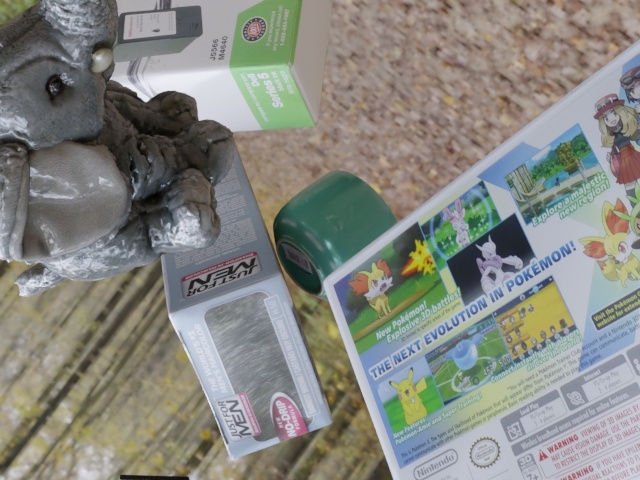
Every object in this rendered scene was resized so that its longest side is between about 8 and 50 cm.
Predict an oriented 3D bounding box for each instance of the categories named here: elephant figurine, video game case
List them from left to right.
[{"bbox_3d":[-0.174,-0.071,0.595,0.170,0.185,0.239,4,166,25],"label":"elephant figurine"},{"bbox_3d":[0.160,0.078,0.634,0.036,0.329,0.299,6,-125,-44],"label":"video game case"}]

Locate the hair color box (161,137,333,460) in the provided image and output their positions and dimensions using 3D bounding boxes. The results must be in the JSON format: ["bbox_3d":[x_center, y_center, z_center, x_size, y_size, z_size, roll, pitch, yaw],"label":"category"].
[{"bbox_3d":[-0.098,0.041,1.048,0.374,0.114,0.185,-114,5,-61],"label":"hair color box"}]

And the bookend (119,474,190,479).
[{"bbox_3d":[-0.171,0.344,0.978,0.072,0.157,0.156,2,145,-1],"label":"bookend"}]

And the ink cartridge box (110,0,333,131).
[{"bbox_3d":[-0.136,-0.223,1.014,0.273,0.198,0.114,-2,153,15],"label":"ink cartridge box"}]

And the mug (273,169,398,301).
[{"bbox_3d":[0.007,0.006,1.038,0.129,0.097,0.158,52,155,0],"label":"mug"}]
